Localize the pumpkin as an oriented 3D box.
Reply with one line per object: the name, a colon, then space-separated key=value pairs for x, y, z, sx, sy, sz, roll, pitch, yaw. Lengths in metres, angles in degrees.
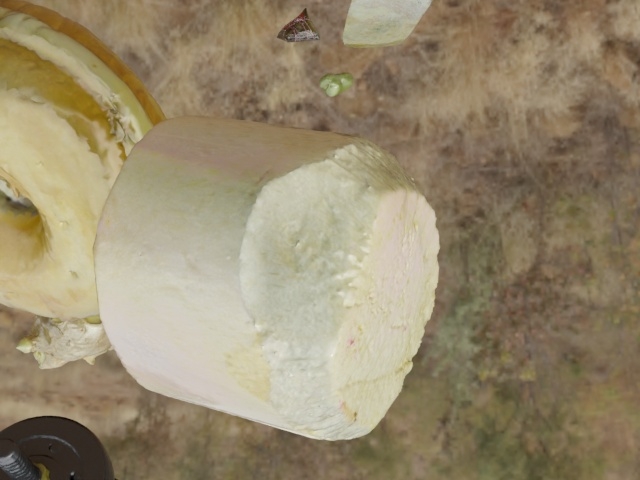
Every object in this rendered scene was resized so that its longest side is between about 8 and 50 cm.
pumpkin: x=0.131 y=-0.391 z=1.415 sx=0.110 sy=0.217 sz=0.217 roll=26 pitch=155 yaw=6

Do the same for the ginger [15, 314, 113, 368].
ginger: x=-0.394 y=0.141 z=1.421 sx=0.216 sy=0.102 sz=0.157 roll=-13 pitch=152 yaw=-43

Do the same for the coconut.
coconut: x=-0.051 y=0.022 z=0.675 sx=0.244 sy=0.239 sz=0.239 roll=12 pitch=162 yaw=28

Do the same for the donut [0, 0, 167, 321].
donut: x=-0.361 y=-0.087 z=1.073 sx=0.449 sy=0.198 sz=0.448 roll=12 pitch=133 yaw=13

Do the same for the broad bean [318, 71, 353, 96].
broad bean: x=0.031 y=-0.313 z=1.753 sx=0.063 sy=0.045 sz=0.083 roll=-39 pitch=171 yaw=37

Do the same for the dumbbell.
dumbbell: x=-0.262 y=0.277 z=0.885 sx=0.143 sy=0.143 sz=0.325 roll=-1 pitch=143 yaw=4

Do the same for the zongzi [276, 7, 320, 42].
zongzi: x=-0.052 y=-0.407 z=1.723 sx=0.083 sy=0.073 sz=0.067 roll=-21 pitch=109 yaw=12
